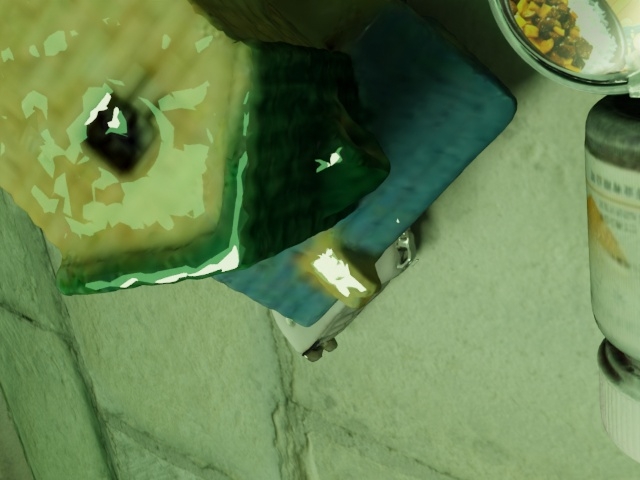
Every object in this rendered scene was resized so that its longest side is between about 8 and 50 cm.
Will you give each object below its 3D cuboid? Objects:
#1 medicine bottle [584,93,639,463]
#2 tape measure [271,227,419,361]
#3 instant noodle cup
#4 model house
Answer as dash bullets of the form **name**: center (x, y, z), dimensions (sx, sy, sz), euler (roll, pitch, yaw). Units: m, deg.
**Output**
- **medicine bottle**: center (0.283, 0.026, 0.571), dimensions (0.165, 0.165, 0.273), euler (11, 120, 41)
- **tape measure**: center (0.000, 0.000, 0.881), dimensions (0.197, 0.120, 0.236), euler (51, 135, 12)
- **instant noodle cup**: center (0.218, -0.203, 0.527), dimensions (0.177, 0.125, 0.208), euler (-31, 91, 50)
- **model house**: center (-0.046, -0.116, 0.605), dimensions (0.342, 0.382, 0.334), euler (46, 112, 8)
